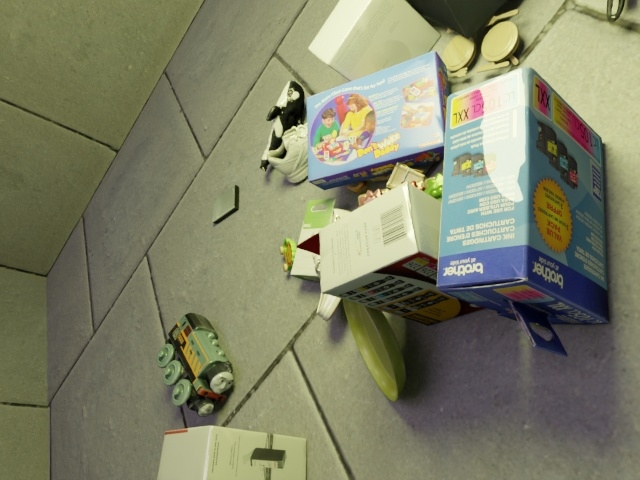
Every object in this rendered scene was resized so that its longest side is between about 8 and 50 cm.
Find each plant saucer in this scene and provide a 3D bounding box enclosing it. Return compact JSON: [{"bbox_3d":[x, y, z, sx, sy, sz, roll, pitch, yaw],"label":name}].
[{"bbox_3d":[0.112,0.203,1.020,0.037,0.240,0.241,-21,44,-12],"label":"plant saucer"}]

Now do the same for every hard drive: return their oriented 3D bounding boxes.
[{"bbox_3d":[-0.334,-0.127,1.787,0.135,0.022,0.094,-28,53,38],"label":"hard drive"}]

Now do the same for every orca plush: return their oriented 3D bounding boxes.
[{"bbox_3d":[-0.102,-0.339,1.567,0.102,0.151,0.287,28,92,19],"label":"orca plush"}]

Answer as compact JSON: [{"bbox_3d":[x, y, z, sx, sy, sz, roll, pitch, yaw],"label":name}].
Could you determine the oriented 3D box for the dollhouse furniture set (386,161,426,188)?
[{"bbox_3d":[0.183,-0.094,1.151,0.076,0.059,0.151,28,100,21],"label":"dollhouse furniture set"}]

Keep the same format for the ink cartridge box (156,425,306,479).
[{"bbox_3d":[-0.193,0.497,1.145,0.197,0.273,0.114,-23,53,40],"label":"ink cartridge box"}]

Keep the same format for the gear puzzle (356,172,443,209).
[{"bbox_3d":[0.229,-0.052,1.051,0.339,0.044,0.175,-12,78,29],"label":"gear puzzle"}]

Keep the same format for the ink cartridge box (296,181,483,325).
[{"bbox_3d":[0.153,0.055,0.930,0.272,0.310,0.130,-28,54,39],"label":"ink cartridge box"}]

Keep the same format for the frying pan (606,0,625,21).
[{"bbox_3d":[0.591,-0.561,0.927,0.197,0.053,0.325,-26,56,39],"label":"frying pan"}]

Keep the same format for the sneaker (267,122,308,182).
[{"bbox_3d":[-0.030,-0.281,1.435,0.297,0.129,0.111,-40,45,27],"label":"sneaker"}]

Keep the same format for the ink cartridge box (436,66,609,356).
[{"bbox_3d":[0.326,-0.024,0.801,0.151,0.270,0.395,-11,65,49],"label":"ink cartridge box"}]

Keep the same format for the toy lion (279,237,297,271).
[{"bbox_3d":[-0.084,0.033,1.389,0.096,0.034,0.100,106,155,-47],"label":"toy lion"}]

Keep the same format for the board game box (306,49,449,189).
[{"bbox_3d":[0.132,-0.274,1.203,0.347,0.078,0.233,-10,73,31],"label":"board game box"}]

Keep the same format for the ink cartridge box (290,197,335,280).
[{"bbox_3d":[0.000,0.000,1.320,0.109,0.062,0.209,-1,72,48],"label":"ink cartridge box"}]

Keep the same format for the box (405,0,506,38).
[{"bbox_3d":[0.332,-0.680,1.129,0.343,0.179,0.312,-45,44,10],"label":"box"}]

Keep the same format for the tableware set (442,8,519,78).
[{"bbox_3d":[0.360,-0.426,1.133,0.194,0.039,0.128,9,87,52],"label":"tableware set"}]

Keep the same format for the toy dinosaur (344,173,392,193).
[{"bbox_3d":[0.118,-0.168,1.266,0.112,0.064,0.211,-59,40,8],"label":"toy dinosaur"}]

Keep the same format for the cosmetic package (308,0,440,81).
[{"bbox_3d":[0.133,-0.502,1.277,0.224,0.225,0.138,-52,42,17],"label":"cosmetic package"}]

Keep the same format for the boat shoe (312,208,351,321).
[{"bbox_3d":[0.023,0.053,1.213,0.098,0.096,0.276,131,157,-68],"label":"boat shoe"}]

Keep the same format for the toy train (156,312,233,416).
[{"bbox_3d":[-0.373,0.367,1.522,0.190,0.142,0.334,-53,41,3],"label":"toy train"}]
